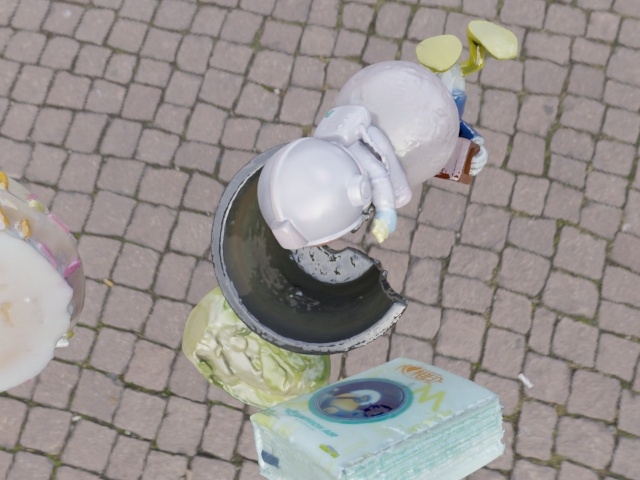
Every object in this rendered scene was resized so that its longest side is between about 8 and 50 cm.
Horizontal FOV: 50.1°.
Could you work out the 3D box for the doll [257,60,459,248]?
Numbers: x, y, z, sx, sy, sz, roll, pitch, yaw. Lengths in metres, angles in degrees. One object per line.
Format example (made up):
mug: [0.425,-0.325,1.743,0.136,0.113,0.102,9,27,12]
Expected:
doll: [0.038,-0.086,0.703,0.151,0.151,0.287,35,45,12]

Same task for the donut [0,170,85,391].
donut: [-0.459,0.051,0.771,0.383,0.382,0.142,-23,52,-5]

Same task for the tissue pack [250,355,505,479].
tissue pack: [0.111,0.366,1.287,0.388,0.287,0.162,-14,106,-34]

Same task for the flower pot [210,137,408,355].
flower pot: [0.000,0.000,1.281,0.380,0.251,0.379,1,98,9]

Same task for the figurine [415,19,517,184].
figurine: [0.254,-0.223,1.370,0.205,0.338,0.283,-4,68,-13]

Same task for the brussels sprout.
brussels sprout: [-0.148,0.245,1.628,0.276,0.371,0.314,-45,31,18]
